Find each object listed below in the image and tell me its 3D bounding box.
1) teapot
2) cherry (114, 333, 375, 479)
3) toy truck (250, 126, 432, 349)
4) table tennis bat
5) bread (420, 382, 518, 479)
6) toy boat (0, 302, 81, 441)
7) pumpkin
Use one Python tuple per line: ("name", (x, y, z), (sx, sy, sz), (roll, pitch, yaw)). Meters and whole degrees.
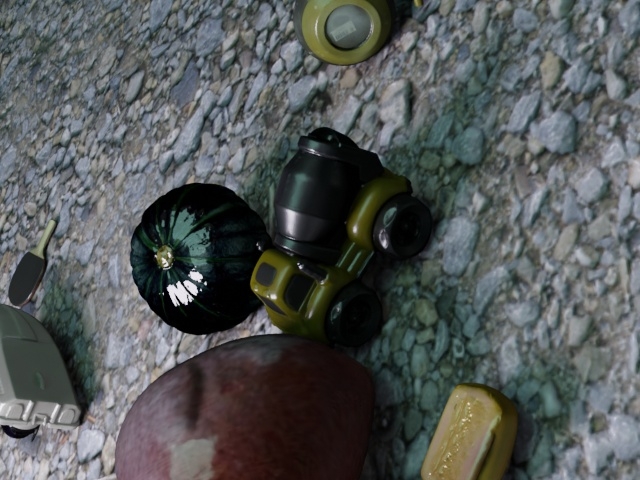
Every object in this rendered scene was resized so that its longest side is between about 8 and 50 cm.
("teapot", (0.045, -0.296, 1.322), (0.165, 0.130, 0.119), (-15, 34, 2))
("cherry", (-0.074, 0.219, 1.062), (0.307, 0.221, 0.261), (-38, 44, -2))
("toy truck", (0.000, 0.000, 1.145), (0.147, 0.165, 0.224), (26, 87, 49))
("table tennis bat", (-0.478, 0.037, 1.738), (0.087, 0.013, 0.157), (21, 84, 50))
("bread", (0.145, 0.193, 0.967), (0.082, 0.056, 0.115), (17, 85, 53))
("toy boat", (-0.446, 0.195, 1.528), (0.141, 0.140, 0.269), (-58, 38, 3))
("pumpkin", (-0.150, 0.024, 1.298), (0.194, 0.150, 0.194), (-22, 53, 33))
